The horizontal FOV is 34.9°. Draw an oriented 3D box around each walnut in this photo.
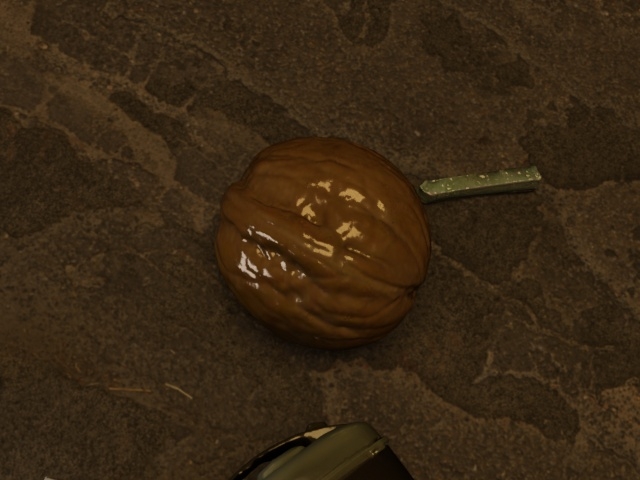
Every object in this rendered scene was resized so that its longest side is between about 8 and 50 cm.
[{"bbox_3d":[0.000,0.000,1.503,0.333,0.333,0.332,2,70,-6],"label":"walnut"}]

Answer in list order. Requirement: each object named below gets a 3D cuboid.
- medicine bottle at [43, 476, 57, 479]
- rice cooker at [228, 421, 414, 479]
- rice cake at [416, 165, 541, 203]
[{"bbox_3d":[-0.378,0.452,1.366,0.147,0.147,0.247,21,69,1],"label":"medicine bottle"},{"bbox_3d":[0.003,0.420,1.324,0.335,0.335,0.325,-35,78,-17],"label":"rice cooker"},{"bbox_3d":[0.261,-0.090,1.688,0.211,0.043,0.034,-8,66,-10],"label":"rice cake"}]
